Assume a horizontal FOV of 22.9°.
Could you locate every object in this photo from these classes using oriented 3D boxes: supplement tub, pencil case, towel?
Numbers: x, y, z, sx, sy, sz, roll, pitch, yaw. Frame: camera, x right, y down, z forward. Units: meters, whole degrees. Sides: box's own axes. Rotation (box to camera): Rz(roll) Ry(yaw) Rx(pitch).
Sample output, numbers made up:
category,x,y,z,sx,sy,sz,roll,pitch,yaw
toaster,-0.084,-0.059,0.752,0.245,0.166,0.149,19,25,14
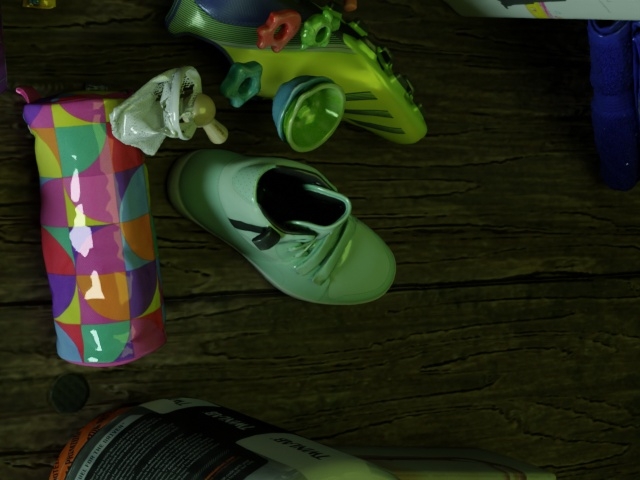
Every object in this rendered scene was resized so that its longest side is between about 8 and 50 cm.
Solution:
category,x,y,z,sx,sy,sz,roll,pitch,yaw
supplement tub,-0.079,0.243,1.270,0.207,0.338,0.207,-5,99,-34
pencil case,-0.187,-0.015,1.311,0.104,0.104,0.236,-13,101,-32
towel,0.352,-0.198,1.568,0.227,0.076,0.308,-52,155,-16

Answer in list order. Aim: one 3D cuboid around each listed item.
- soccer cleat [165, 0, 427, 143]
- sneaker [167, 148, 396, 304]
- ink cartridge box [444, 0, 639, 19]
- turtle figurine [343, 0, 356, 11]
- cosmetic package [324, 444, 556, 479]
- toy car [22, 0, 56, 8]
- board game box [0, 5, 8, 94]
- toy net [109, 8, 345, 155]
category,x,y,z,sx,sy,sz,roll,pitch,yaw
soccer cleat,-0.018,-0.159,1.425,0.121,0.093,0.289,-45,128,14
sneaker,-0.001,0.000,1.403,0.256,0.151,0.094,28,79,-35
ink cartridge box,0.244,-0.320,1.430,0.131,0.306,0.226,43,73,-30
turtle figurine,0.013,-0.356,1.384,0.217,0.087,0.269,24,77,-37
cosmetic package,0.067,0.278,1.500,0.296,0.129,0.153,4,93,-35
toy car,-0.259,-0.227,1.264,0.122,0.040,0.060,16,88,-34
board game box,-0.370,-0.070,1.124,0.056,0.208,0.347,45,68,7
toy net,-0.066,-0.121,1.290,0.232,0.045,0.122,-16,136,-44
